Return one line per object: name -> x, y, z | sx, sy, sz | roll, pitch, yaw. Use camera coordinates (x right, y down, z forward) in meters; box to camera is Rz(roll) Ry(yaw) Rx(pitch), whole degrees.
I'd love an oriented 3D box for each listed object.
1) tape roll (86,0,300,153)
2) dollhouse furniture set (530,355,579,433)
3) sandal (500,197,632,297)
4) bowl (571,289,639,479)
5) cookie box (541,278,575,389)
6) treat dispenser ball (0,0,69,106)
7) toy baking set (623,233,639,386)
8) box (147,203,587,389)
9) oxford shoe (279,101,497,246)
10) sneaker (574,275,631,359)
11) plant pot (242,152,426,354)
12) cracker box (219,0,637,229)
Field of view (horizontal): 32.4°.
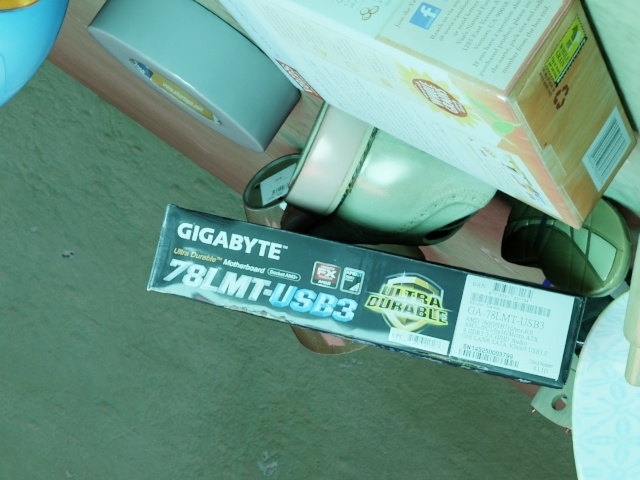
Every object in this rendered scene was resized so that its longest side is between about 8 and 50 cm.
tape roll -> -0.129, -0.180, 1.132 | 0.219, 0.072, 0.219 | 35, 176, 3
dollhouse furniture set -> 0.360, 0.196, 1.232 | 0.129, 0.129, 0.183 | 38, 175, -41
sandal -> 0.189, 0.003, 0.821 | 0.049, 0.072, 0.180 | 19, -179, -14
bowl -> 0.313, 0.157, 0.745 | 0.156, 0.290, 0.289 | -10, -168, -19
cookie box -> 0.239, 0.092, 1.139 | 0.040, 0.107, 0.092 | 34, 177, -10
treat dispenser ball -> -0.328, -0.214, 0.804 | 0.288, 0.288, 0.288 | 34, 176, 3
toy baking set -> 0.244, 0.056, 0.617 | 0.197, 0.030, 0.256 | 47, 149, 49
box -> 0.042, 0.050, 0.876 | 0.293, 0.073, 0.295 | 15, 175, 8
oxford shoe -> 0.053, -0.040, 0.917 | 0.146, 0.140, 0.397 | 23, 180, -1
sneaker -> 0.280, 0.142, 0.939 | 0.234, 0.106, 0.078 | 53, 173, 5
plant pot -> 0.000, 0.000, 1.491 | 0.215, 0.215, 0.230 | 29, 159, 53
cracker box -> 0.049, -0.108, 0.614 | 0.232, 0.067, 0.155 | 31, 174, 33
